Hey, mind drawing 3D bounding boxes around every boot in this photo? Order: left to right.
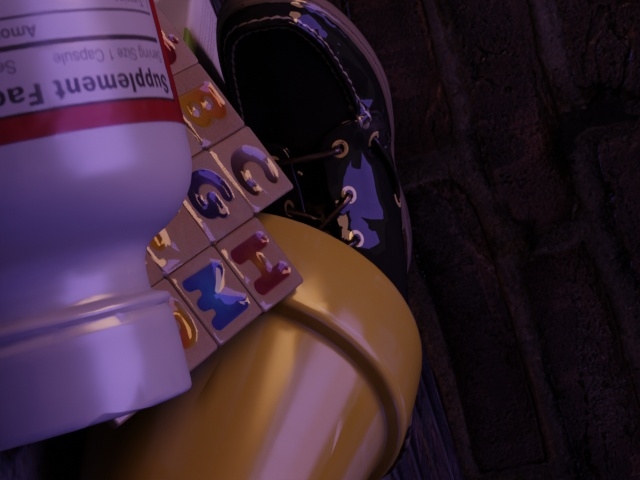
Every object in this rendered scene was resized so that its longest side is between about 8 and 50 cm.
[{"bbox_3d":[0.000,0.000,1.398,0.284,0.138,0.377,-88,166,-44],"label":"boot"}]

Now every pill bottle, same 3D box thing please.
[{"bbox_3d":[-0.195,-0.101,0.806,0.229,0.229,0.408,-10,86,-80],"label":"pill bottle"}]

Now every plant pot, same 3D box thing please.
[{"bbox_3d":[-0.070,0.148,1.187,0.239,0.254,0.254,-70,148,-45],"label":"plant pot"}]

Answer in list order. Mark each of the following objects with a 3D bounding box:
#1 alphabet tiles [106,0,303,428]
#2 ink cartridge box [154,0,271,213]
[{"bbox_3d":[-0.151,-0.044,1.040,0.285,0.011,0.342,53,36,0],"label":"alphabet tiles"},{"bbox_3d":[-0.112,-0.039,1.501,0.207,0.119,0.353,-89,161,-48],"label":"ink cartridge box"}]
